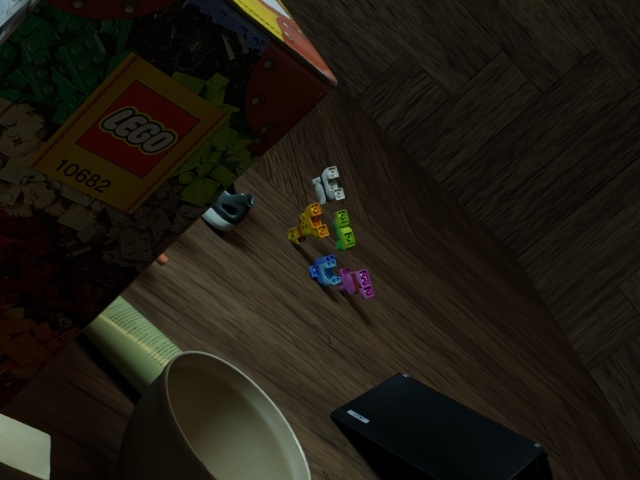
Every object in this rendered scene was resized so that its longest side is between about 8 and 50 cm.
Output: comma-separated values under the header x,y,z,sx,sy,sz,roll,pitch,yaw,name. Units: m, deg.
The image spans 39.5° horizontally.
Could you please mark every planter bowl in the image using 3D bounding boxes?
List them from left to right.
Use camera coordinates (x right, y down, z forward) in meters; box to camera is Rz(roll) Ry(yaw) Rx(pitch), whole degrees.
x,y,z,sx,sy,sz,roll,pitch,yaw,name
-0.102,0.187,0.735,0.162,0.109,0.162,44,16,-16,planter bowl

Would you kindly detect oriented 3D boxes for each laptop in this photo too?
x,y,z,sx,sy,sz,roll,pitch,yaw,name
0.174,0.293,1.207,0.234,0.136,0.264,25,-24,33,laptop

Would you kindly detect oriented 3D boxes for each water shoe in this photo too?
x,y,z,sx,sy,sz,roll,pitch,yaw,name
-0.172,-0.107,1.315,0.203,0.080,0.073,51,15,10,water shoe

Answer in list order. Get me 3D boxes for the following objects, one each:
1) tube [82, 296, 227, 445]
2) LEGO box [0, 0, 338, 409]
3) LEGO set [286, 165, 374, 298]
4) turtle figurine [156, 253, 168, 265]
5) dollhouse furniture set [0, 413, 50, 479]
x,y,z,sx,sy,sz,roll,pitch,yaw,name
-0.162,0.118,0.857,0.240,0.062,0.070,44,-28,4,tube
-0.266,-0.174,0.683,0.193,0.372,0.500,30,23,-48,LEGO box
0.000,0.000,1.509,0.087,0.093,0.227,-16,91,-36,LEGO set
-0.220,-0.091,1.039,0.269,0.087,0.217,39,56,16,turtle figurine
-0.171,0.157,0.484,0.161,0.182,0.101,37,19,-34,dollhouse furniture set
